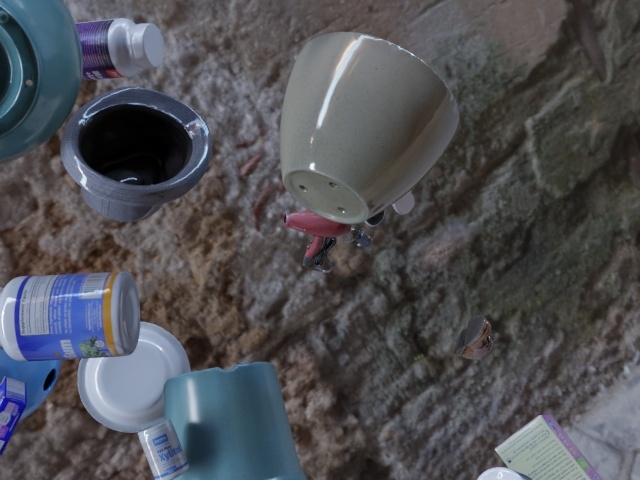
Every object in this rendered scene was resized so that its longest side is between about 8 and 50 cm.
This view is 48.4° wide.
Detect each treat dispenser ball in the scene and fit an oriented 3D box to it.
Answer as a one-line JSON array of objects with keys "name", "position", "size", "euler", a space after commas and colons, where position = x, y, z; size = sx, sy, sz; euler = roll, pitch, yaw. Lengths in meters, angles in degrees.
[{"name": "treat dispenser ball", "position": [-0.672, 0.235, 1.430], "size": [0.288, 0.288, 0.288], "euler": [-24, 26, 13]}]

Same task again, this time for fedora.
[{"name": "fedora", "position": [-0.323, -0.133, 1.240], "size": [0.275, 0.243, 0.124], "euler": [-79, 11, -45]}]

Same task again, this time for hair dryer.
[{"name": "hair dryer", "position": [0.000, 0.000, 2.040], "size": [0.223, 0.293, 0.080], "euler": [-34, 43, 17]}]

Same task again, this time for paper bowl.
[{"name": "paper bowl", "position": [-0.481, 0.352, 1.844], "size": [0.284, 0.284, 0.148], "euler": [-38, -4, -15]}]

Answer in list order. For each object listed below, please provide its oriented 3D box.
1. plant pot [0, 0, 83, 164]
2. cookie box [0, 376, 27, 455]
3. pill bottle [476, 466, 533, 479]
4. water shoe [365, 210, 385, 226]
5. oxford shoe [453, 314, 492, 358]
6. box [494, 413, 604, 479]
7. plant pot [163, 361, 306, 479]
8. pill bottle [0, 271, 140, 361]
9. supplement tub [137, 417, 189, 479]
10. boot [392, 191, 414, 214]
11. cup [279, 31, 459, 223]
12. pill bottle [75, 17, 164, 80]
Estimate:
[{"name": "plant pot", "position": [-0.432, -0.215, 0.858], "size": [0.293, 0.293, 0.196], "euler": [-34, 28, -8]}, {"name": "cookie box", "position": [-0.512, 0.280, 1.146], "size": [0.092, 0.040, 0.107], "euler": [-64, 24, -4]}, {"name": "pill bottle", "position": [0.272, 0.368, 1.012], "size": [0.078, 0.137, 0.078], "euler": [-11, 64, 25]}, {"name": "water shoe", "position": [0.086, -0.126, 1.685], "size": [0.073, 0.203, 0.080], "euler": [-35, 22, -9]}, {"name": "oxford shoe", "position": [0.373, 0.230, 1.666], "size": [0.076, 0.212, 0.076], "euler": [20, 69, 7]}, {"name": "box", "position": [0.489, 0.483, 1.439], "size": [0.117, 0.213, 0.243], "euler": [-40, 66, 10]}, {"name": "plant pot", "position": [-0.197, 0.455, 1.560], "size": [0.341, 0.341, 0.334], "euler": [-17, 72, 25]}, {"name": "pill bottle", "position": [-0.469, 0.135, 1.255], "size": [0.272, 0.152, 0.152], "euler": [-3, 27, -1]}, {"name": "supplement tub", "position": [-0.308, 0.413, 1.397], "size": [0.071, 0.107, 0.071], "euler": [-23, -2, -1]}, {"name": "boot", "position": [0.150, -0.146, 1.576], "size": [0.069, 0.190, 0.086], "euler": [-29, 43, -10]}, {"name": "cup", "position": [0.056, -0.171, 1.295], "size": [0.331, 0.331, 0.237], "euler": [1, 57, 48]}, {"name": "pill bottle", "position": [-0.398, -0.360, 1.341], "size": [0.193, 0.108, 0.108], "euler": [0, 35, 17]}]
